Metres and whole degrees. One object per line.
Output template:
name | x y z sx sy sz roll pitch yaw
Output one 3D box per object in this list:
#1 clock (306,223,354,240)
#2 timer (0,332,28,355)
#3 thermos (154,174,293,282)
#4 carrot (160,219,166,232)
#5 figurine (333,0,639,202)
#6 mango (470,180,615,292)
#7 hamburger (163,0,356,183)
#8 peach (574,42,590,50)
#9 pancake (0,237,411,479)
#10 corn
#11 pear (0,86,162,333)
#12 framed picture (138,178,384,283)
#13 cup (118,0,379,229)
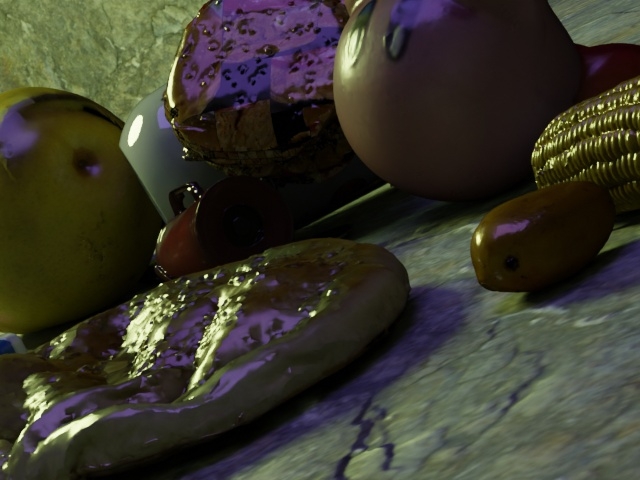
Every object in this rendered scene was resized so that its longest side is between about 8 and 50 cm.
clock | 0.000 0.000 1.780 0.074 0.010 0.083 -25 8 2
timer | -0.399 0.172 1.652 0.253 0.078 0.178 -20 8 28
thermos | -0.106 0.000 1.728 0.099 0.124 0.232 -25 0 -20
carrot | -0.255 -0.010 2.278 0.074 0.074 0.358 -30 3 -28
figurine | 0.131 -0.133 1.607 0.269 0.261 0.211 7 69 45
mango | 0.150 -0.004 1.185 0.114 0.060 0.080 -27 10 -37
hamburger | -0.045 -0.161 1.745 0.231 0.231 0.107 -24 -28 10
peach | 0.247 -0.212 2.193 0.189 0.068 0.279 -17 12 36
pancake | -0.107 0.085 1.313 0.387 0.082 0.387 -22 11 4
corn | 0.229 -0.067 1.211 0.102 0.102 0.313 -28 9 -21
pear | -0.335 -0.024 2.062 0.336 0.285 0.285 -38 1 32
framed picture | -0.048 -0.030 2.103 0.347 0.016 0.265 -27 8 -17
cup | -0.043 -0.122 1.903 0.317 0.212 0.212 -32 9 -4
